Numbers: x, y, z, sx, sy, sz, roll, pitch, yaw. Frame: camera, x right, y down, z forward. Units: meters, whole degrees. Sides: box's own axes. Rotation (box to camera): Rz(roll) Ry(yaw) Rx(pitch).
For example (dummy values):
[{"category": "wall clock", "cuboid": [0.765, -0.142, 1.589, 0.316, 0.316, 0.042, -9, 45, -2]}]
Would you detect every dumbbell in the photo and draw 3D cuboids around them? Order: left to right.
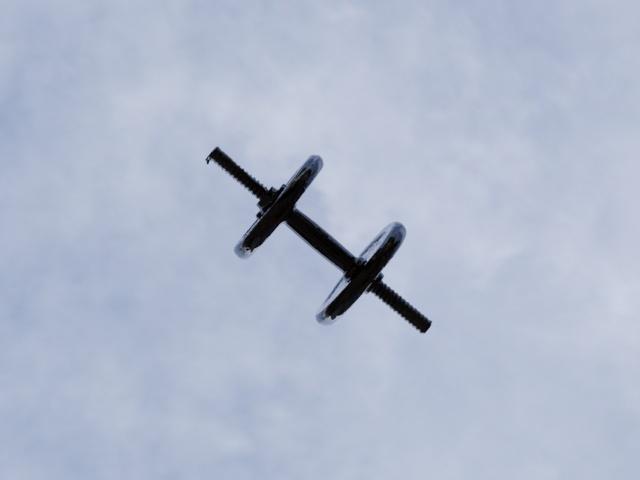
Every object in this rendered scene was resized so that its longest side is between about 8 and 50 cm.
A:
[{"category": "dumbbell", "cuboid": [0.000, 0.000, 0.812, 0.147, 0.069, 0.069, 39, -83, -4]}]
